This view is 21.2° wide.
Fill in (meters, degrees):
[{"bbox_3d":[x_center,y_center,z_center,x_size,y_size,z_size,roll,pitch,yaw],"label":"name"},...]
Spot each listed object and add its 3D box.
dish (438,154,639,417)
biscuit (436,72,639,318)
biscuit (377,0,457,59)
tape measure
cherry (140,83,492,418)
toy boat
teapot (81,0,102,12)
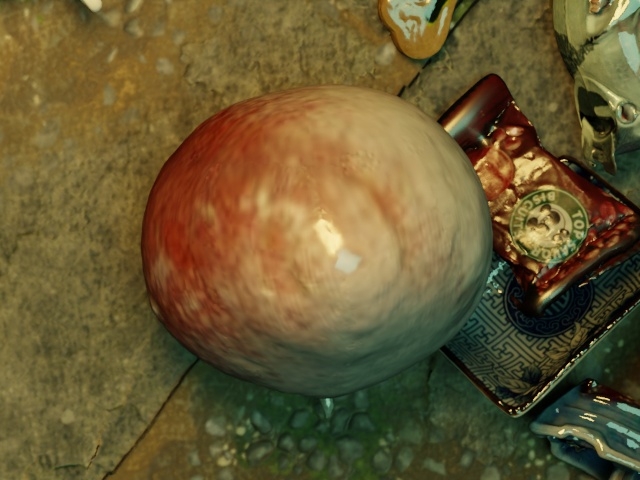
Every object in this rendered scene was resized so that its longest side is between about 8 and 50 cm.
[{"bbox_3d":[0.226,0.055,1.711,0.243,0.182,0.080,-42,149,-7],"label":"dish"},{"bbox_3d":[0.196,-0.038,1.683,0.151,0.063,0.235,-42,69,-3],"label":"biscuit"},{"bbox_3d":[0.157,-0.326,1.674,0.183,0.047,0.319,35,89,-15],"label":"biscuit"},{"bbox_3d":[0.366,-0.223,1.694,0.256,0.147,0.275,-13,103,-14],"label":"tape measure"},{"bbox_3d":[0.013,0.000,1.546,0.326,0.335,0.291,5,77,-33],"label":"cherry"},{"bbox_3d":[0.335,0.264,1.769,0.309,0.129,0.142,36,74,-18],"label":"toy boat"},{"bbox_3d":[-0.274,-0.294,1.531,0.145,0.092,0.226,-44,108,-3],"label":"teapot"}]
